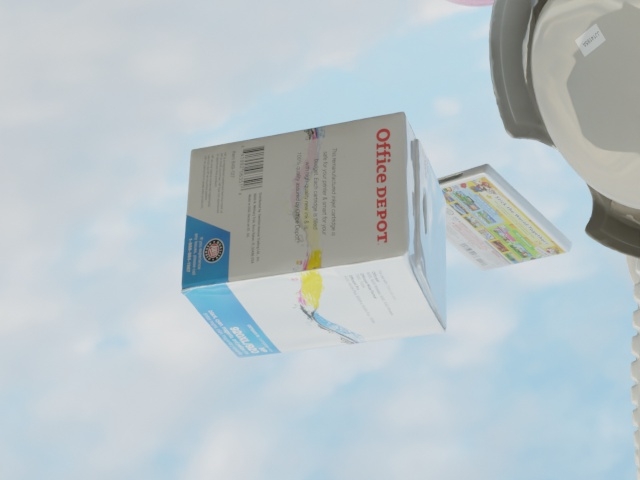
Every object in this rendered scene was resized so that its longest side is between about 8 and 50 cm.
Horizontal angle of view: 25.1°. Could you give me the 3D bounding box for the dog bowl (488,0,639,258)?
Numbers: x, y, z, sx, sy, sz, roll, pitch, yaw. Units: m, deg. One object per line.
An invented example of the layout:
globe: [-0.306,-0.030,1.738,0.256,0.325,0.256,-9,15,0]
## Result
dog bowl: [0.324,-0.158,1.439,0.102,0.348,0.349,-26,-152,-30]

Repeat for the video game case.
video game case: [0.278,-0.035,2.430,0.206,0.227,0.026,-16,-138,49]

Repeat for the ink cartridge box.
ink cartridge box: [0.000,0.000,1.463,0.233,0.168,0.171,-8,-122,16]

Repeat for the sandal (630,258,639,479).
sandal: [0.423,0.192,1.636,0.102,0.416,0.169,-2,-172,31]

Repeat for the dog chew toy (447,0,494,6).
dog chew toy: [0.162,-0.439,1.684,0.207,0.331,0.206,-19,-142,16]

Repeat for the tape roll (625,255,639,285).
tape roll: [0.524,0.002,1.781,0.246,0.246,0.169,9,-176,41]
